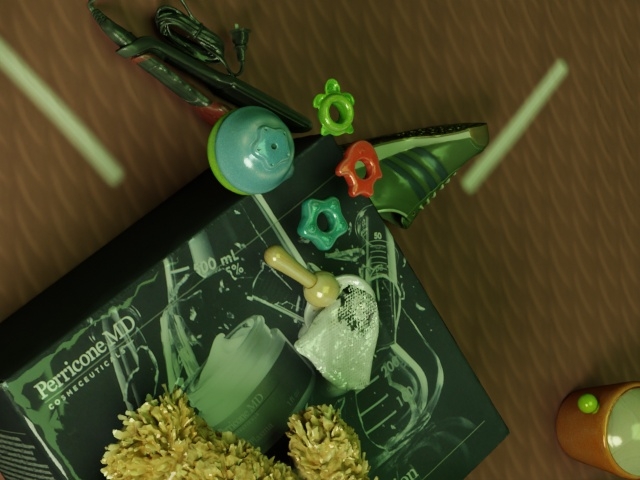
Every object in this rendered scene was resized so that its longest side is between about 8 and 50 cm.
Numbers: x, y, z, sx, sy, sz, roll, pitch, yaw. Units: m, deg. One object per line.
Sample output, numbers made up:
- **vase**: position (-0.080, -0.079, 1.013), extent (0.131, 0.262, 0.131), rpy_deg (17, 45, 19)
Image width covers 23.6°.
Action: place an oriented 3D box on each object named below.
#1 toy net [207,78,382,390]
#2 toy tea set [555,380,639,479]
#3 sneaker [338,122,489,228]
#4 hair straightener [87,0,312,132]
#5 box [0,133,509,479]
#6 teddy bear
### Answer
- **toy net**: position (0.000, 0.000, 1.181), extent (0.122, 0.045, 0.232), rpy_deg (-22, 99, -31)
- **toy tea set**: position (0.383, 0.226, 1.557), extent (0.336, 0.124, 0.200), rpy_deg (-8, 92, -31)
- **sneaker**: position (0.077, -0.055, 1.426), extent (0.192, 0.064, 0.086), rpy_deg (-14, 103, -30)
- **hair straightener**: position (-0.100, -0.154, 1.338), extent (0.230, 0.047, 0.089), rpy_deg (33, 69, -21)
- **box**: position (-0.075, 0.136, 1.256), extent (0.343, 0.179, 0.312), rpy_deg (-40, 106, -26)
- **teddy bear**: position (-0.030, 0.237, 1.112), extent (0.338, 0.113, 0.245), rpy_deg (46, 69, -22)
